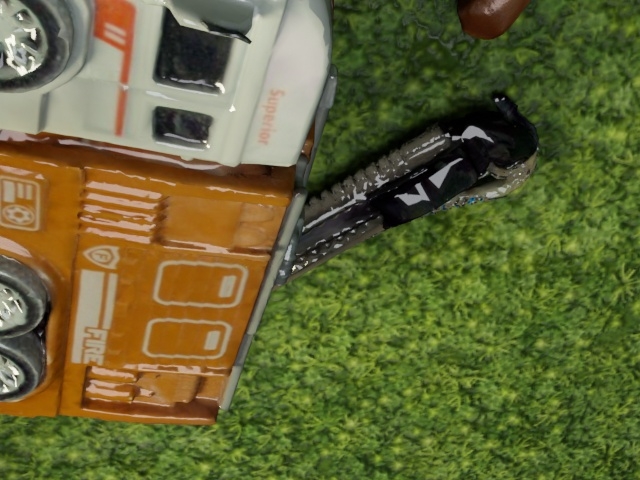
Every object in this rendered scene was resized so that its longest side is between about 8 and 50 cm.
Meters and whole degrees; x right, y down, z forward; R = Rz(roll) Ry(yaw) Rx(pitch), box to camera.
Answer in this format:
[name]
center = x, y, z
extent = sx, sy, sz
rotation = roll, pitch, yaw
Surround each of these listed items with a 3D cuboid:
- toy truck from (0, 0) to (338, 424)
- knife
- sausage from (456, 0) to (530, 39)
[toy truck]
center = -0.102, -0.050, 0.582
extent = 0.207, 0.173, 0.387
rotation = 10, 139, -10
[knife]
center = 0.001, 0.003, 0.780
extent = 0.365, 0.043, 0.089
rotation = -28, 123, 10
[sausage]
center = 0.135, -0.190, 0.671
extent = 0.039, 0.041, 0.131
rotation = 20, 118, -29
